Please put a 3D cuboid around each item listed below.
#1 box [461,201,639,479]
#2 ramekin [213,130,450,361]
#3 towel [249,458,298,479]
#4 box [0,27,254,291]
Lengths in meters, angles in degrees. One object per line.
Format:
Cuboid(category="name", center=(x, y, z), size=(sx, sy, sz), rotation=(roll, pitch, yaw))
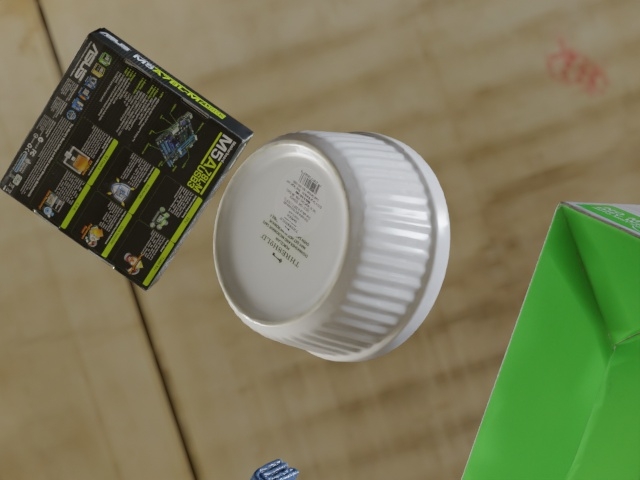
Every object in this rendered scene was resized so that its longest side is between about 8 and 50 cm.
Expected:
Cuboid(category="box", center=(0.194, 0.119, 1.094), size=(0.127, 0.262, 0.231), rotation=(27, -165, 35))
Cuboid(category="ramekin", center=(0.000, 0.000, 1.691), size=(0.207, 0.207, 0.109), rotation=(-16, 162, 40))
Cuboid(category="towel", center=(-0.069, 0.268, 1.871), size=(0.067, 0.029, 0.119), rotation=(-14, 136, -60))
Cuboid(category="box", center=(-0.190, -0.078, 1.875), size=(0.190, 0.184, 0.045), rotation=(-57, 179, 20))
